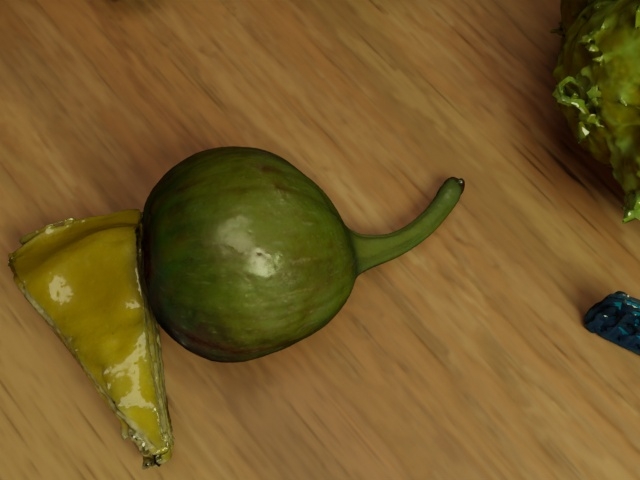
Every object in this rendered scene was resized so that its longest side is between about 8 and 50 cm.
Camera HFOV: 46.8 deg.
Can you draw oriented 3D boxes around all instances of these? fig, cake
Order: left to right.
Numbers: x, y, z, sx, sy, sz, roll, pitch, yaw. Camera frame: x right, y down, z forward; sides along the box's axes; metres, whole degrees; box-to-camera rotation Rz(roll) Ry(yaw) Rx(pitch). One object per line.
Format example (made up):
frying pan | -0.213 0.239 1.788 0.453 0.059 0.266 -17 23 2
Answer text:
cake | -0.162 0.062 0.497 0.116 0.079 0.184 -4 76 -5
fig | 0.000 0.000 0.515 0.245 0.149 0.149 -7 71 -23

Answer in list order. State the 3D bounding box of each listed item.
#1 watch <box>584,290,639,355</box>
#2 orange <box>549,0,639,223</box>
watch | 0.320 0.178 0.479 0.275 0.068 0.276 2 72 5
orange | 0.309 -0.125 0.492 0.300 0.223 0.301 4 75 12
